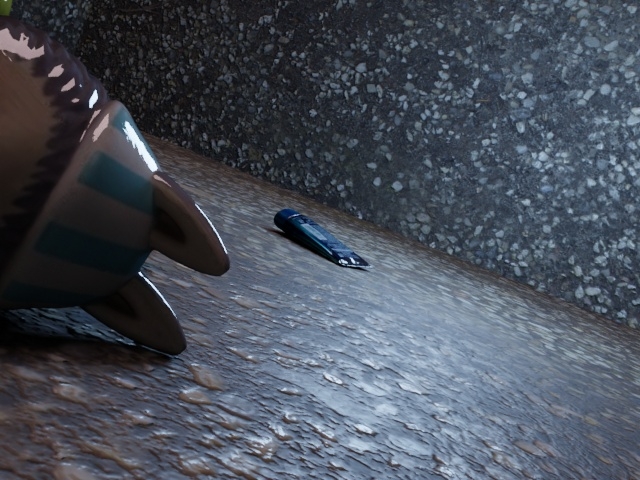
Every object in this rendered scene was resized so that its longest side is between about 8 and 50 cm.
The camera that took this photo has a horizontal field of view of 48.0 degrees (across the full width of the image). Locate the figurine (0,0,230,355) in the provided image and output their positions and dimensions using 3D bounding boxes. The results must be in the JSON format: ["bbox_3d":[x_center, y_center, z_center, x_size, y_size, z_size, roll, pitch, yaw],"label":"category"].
[{"bbox_3d":[-0.286,-0.011,0.670,0.378,0.266,0.361,50,-25,-6],"label":"figurine"}]

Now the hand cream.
[{"bbox_3d":[0.000,0.000,1.742,0.270,0.061,0.120,32,14,38],"label":"hand cream"}]
